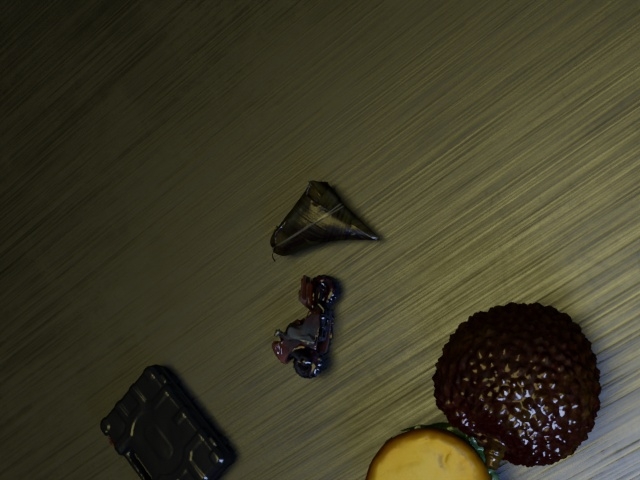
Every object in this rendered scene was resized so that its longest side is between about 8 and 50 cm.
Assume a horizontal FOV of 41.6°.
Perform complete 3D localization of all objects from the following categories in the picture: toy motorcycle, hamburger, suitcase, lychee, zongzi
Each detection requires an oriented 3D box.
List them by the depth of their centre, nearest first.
[{"bbox_3d":[0.332,0.242,1.418,0.276,0.275,0.304,13,59,27],"label":"lychee"},{"bbox_3d":[0.202,0.447,1.504,0.246,0.170,0.246,-4,75,14],"label":"hamburger"},{"bbox_3d":[-0.034,0.169,1.708,0.118,0.084,0.212,6,78,28],"label":"toy motorcycle"},{"bbox_3d":[0.000,0.000,1.724,0.184,0.084,0.187,44,109,14],"label":"zongzi"},{"bbox_3d":[-0.333,0.433,1.821,0.285,0.066,0.206,45,101,24],"label":"suitcase"}]
